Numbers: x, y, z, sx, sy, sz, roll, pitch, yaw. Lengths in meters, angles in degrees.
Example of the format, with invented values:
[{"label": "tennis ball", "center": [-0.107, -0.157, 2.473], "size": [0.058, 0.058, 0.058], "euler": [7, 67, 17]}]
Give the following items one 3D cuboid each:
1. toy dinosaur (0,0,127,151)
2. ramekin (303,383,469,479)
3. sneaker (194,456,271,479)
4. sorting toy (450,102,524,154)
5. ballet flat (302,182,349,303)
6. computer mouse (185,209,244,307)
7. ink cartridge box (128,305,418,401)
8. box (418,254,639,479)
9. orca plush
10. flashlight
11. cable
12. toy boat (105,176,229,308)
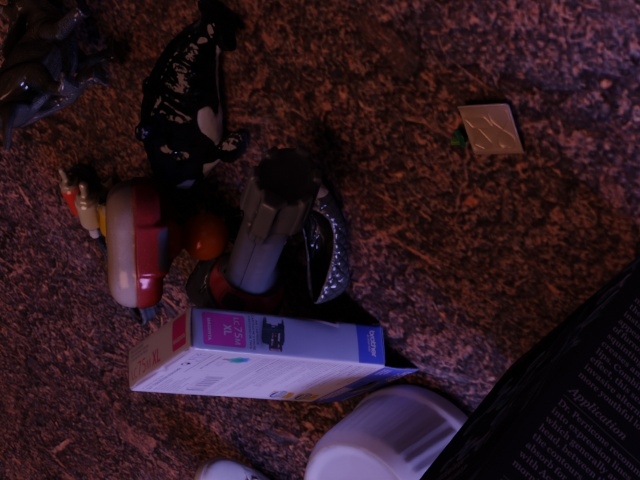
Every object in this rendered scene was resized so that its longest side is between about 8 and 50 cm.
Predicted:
[{"label": "toy dinosaur", "center": [-0.333, -0.193, 1.486], "size": [0.160, 0.313, 0.121], "euler": [-19, 139, 27]}, {"label": "ramekin", "center": [0.095, 0.325, 1.559], "size": [0.273, 0.127, 0.272], "euler": [20, 119, 41]}, {"label": "sneaker", "center": [-0.050, 0.409, 1.873], "size": [0.290, 0.106, 0.123], "euler": [38, 140, -8]}, {"label": "sorting toy", "center": [0.159, -0.111, 1.245], "size": [0.083, 0.012, 0.062], "euler": [1, 130, 39]}, {"label": "ballet flat", "center": [0.000, 0.000, 1.471], "size": [0.057, 0.049, 0.173], "euler": [15, 132, 37]}, {"label": "computer mouse", "center": [-0.123, 0.030, 1.627], "size": [0.071, 0.041, 0.242], "euler": [43, 143, 6]}, {"label": "ink cartridge box", "center": [-0.058, 0.146, 1.544], "size": [0.311, 0.065, 0.186], "euler": [10, 155, -29]}, {"label": "box", "center": [0.232, 0.246, 1.190], "size": [0.212, 0.395, 0.293], "euler": [43, 142, 6]}, {"label": "orca plush", "center": [-0.162, -0.141, 1.450], "size": [0.151, 0.102, 0.287], "euler": [45, 143, 1]}, {"label": "flashlight", "center": [-0.065, 0.001, 1.457], "size": [0.103, 0.103, 0.304], "euler": [65, 154, 25]}, {"label": "cable", "center": [-0.308, 0.007, 1.757], "size": [0.139, 0.072, 0.287], "euler": [29, 141, 30]}, {"label": "toy boat", "center": [-0.189, -0.003, 1.561], "size": [0.231, 0.151, 0.150], "euler": [-137, 46, -78]}]
